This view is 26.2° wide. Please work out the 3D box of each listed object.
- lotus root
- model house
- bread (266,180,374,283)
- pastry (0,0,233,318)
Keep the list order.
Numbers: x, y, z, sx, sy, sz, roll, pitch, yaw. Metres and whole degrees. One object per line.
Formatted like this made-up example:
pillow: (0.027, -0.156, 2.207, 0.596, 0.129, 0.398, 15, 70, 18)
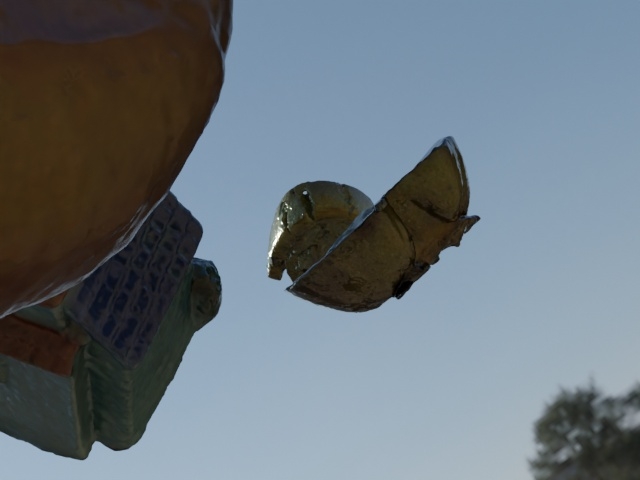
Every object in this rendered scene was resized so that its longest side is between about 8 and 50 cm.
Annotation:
lotus root: (0.064, -0.001, 1.126, 0.183, 0.078, 0.203, -45, -1, 14)
model house: (-0.266, 0.015, 1.274, 0.329, 0.295, 0.251, 93, -160, -61)
bread: (0.000, 0.000, 1.596, 0.117, 0.064, 0.156, 6, -42, -10)
pastry: (-0.190, -0.128, 0.572, 0.356, 0.356, 0.164, -16, -7, -44)
